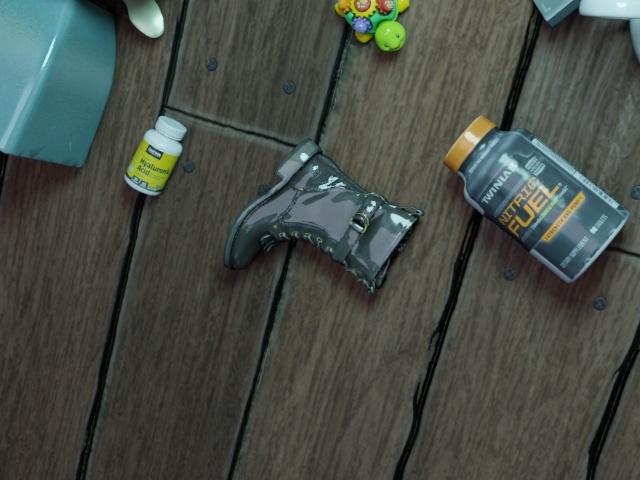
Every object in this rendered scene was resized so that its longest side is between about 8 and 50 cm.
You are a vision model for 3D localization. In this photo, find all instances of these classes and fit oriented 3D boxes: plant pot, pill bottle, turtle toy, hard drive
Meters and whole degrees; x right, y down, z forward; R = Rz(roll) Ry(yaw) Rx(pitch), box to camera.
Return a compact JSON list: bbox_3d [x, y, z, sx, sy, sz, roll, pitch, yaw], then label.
[{"bbox_3d":[-0.458,-0.287,1.578,0.248,0.247,0.252,30,97,12],"label":"plant pot"},{"bbox_3d":[-0.257,-0.135,1.620,0.065,0.065,0.116,33,107,11],"label":"pill bottle"},{"bbox_3d":[0.077,-0.327,1.473,0.095,0.066,0.130,-38,85,20],"label":"turtle toy"},{"bbox_3d":[0.287,-0.065,1.410,0.246,0.130,0.130,40,109,9],"label":"pill bottle"},{"bbox_3d":[0.346,-0.350,1.367,0.135,0.094,0.022,-39,121,20],"label":"hard drive"}]

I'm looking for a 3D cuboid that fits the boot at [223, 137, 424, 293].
[{"bbox_3d":[0.000,0.000,1.541,0.229,0.091,0.263,40,107,9],"label":"boot"}]

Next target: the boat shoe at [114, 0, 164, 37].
[{"bbox_3d":[-0.288,-0.369,1.606,0.049,0.042,0.133,-40,85,-4],"label":"boat shoe"}]

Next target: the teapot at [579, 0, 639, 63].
[{"bbox_3d":[0.498,-0.279,1.273,0.256,0.187,0.252,-40,85,21],"label":"teapot"}]
